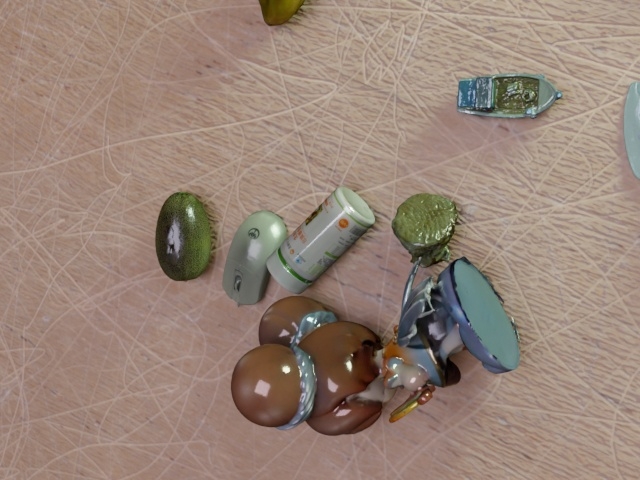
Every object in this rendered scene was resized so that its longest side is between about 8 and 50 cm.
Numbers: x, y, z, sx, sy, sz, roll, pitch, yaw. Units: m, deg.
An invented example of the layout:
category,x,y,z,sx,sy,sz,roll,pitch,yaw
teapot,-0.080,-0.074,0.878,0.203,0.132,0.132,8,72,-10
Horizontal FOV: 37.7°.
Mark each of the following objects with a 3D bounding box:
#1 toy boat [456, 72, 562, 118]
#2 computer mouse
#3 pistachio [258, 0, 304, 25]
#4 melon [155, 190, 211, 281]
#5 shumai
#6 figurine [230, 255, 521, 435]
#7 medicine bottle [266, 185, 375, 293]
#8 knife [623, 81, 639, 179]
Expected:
category,x,y,z,sx,sy,sz,roll,pitch,yaw
toy boat,0.284,-0.221,1.431,0.173,0.059,0.069,6,94,26
computer mouse,-0.125,0.035,1.641,0.089,0.056,0.181,26,103,27
pistachio,-0.054,-0.449,1.563,0.100,0.110,0.189,31,106,-11
melon,-0.245,-0.007,1.675,0.099,0.099,0.162,0,93,26
shumai,0.170,-0.009,1.488,0.099,0.124,0.087,7,137,22
figurine,0.078,0.173,1.451,0.388,0.276,0.248,-31,103,26
medicine bottle,0.000,0.000,1.562,0.183,0.086,0.086,-45,73,19
knife,0.486,-0.104,1.358,0.063,0.034,0.260,-27,74,31
